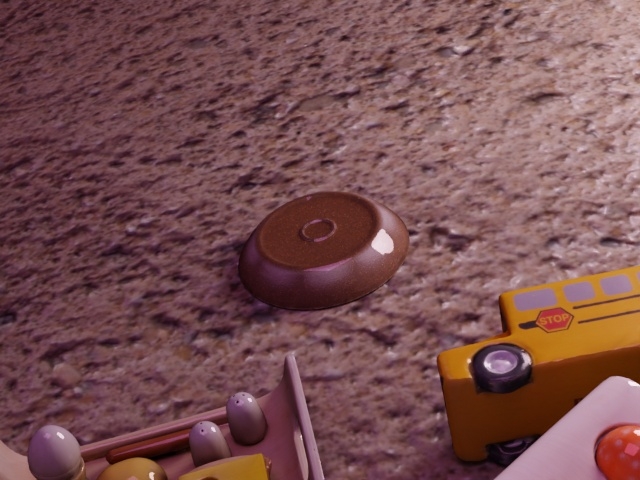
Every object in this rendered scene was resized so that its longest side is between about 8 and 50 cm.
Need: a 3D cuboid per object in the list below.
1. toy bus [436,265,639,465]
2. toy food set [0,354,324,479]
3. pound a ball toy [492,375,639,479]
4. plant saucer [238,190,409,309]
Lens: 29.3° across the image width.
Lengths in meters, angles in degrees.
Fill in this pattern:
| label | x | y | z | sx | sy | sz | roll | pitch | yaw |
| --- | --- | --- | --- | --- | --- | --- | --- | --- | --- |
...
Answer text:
| label | x | y | z | sx | sy | sz | roll | pitch | yaw |
| --- | --- | --- | --- | --- | --- | --- | --- | --- | --- |
| toy bus | 0.271 | 0.098 | 1.099 | 0.332 | 0.108 | 0.130 | -11 | 36 | 3 |
| toy food set | -0.152 | 0.217 | 1.094 | 0.306 | 0.092 | 0.220 | -16 | 36 | -2 |
| pound a ball toy | 0.210 | 0.234 | 0.869 | 0.319 | 0.136 | 0.208 | -34 | 58 | -28 |
| plant saucer | 0.000 | 0.000 | 1.378 | 0.198 | 0.036 | 0.199 | -9 | 36 | 7 |
